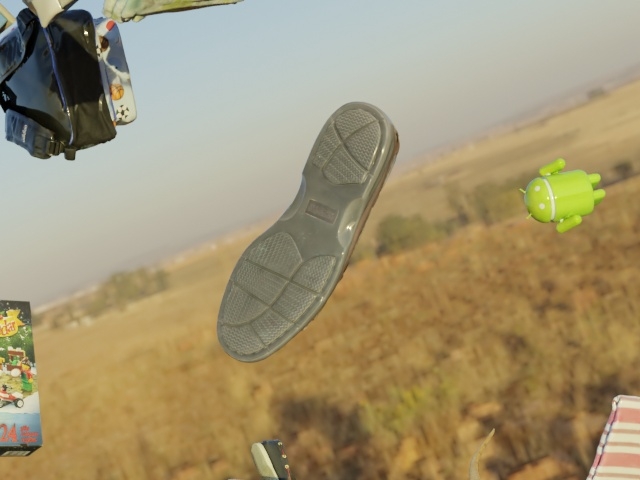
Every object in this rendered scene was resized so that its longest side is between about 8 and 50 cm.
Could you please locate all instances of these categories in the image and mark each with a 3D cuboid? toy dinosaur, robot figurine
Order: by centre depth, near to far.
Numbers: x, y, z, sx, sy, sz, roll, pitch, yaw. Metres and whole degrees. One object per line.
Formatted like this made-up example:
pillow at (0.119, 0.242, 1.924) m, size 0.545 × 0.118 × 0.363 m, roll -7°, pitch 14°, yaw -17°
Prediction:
toy dinosaur at (0.207, 0.337, 1.794) m, size 0.112 × 0.211 × 0.064 m, roll 10°, pitch -51°, yaw -33°
robot figurine at (0.340, -0.062, 1.974) m, size 0.115 × 0.101 × 0.067 m, roll -11°, pitch -16°, yaw -7°

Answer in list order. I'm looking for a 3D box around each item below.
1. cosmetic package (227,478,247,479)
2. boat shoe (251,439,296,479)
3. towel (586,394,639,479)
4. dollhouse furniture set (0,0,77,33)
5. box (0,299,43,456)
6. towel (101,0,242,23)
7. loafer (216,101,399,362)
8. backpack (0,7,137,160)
cosmetic package at (-0.087, 0.452, 1.516) m, size 0.097 × 0.284 × 0.377 m, roll 2°, pitch 8°, yaw 3°
boat shoe at (-0.049, 0.322, 1.838) m, size 0.042 × 0.133 × 0.049 m, roll -9°, pitch -28°, yaw -29°
towel at (0.355, 0.271, 1.602) m, size 0.144 × 0.197 × 0.029 m, roll 12°, pitch 9°, yaw -37°
dollhouse furniture set at (-0.464, -0.350, 1.760) m, size 0.303 × 0.286 × 0.198 m, roll -25°, pitch 26°, yaw 44°
box at (-0.400, 0.136, 1.401) m, size 0.233 × 0.159 × 0.044 m, roll 5°, pitch -25°, yaw -34°
towel at (-0.158, -0.499, 2.114) m, size 0.320 × 0.090 × 0.374 m, roll -23°, pitch -26°, yaw -51°
loafer at (0.000, 0.000, 1.489) m, size 0.302 × 0.109 × 0.095 m, roll -60°, pitch -24°, yaw 3°
backpack at (-0.458, -0.276, 2.450) m, size 0.213 × 0.276 × 0.263 m, roll -12°, pitch 6°, yaw -39°
